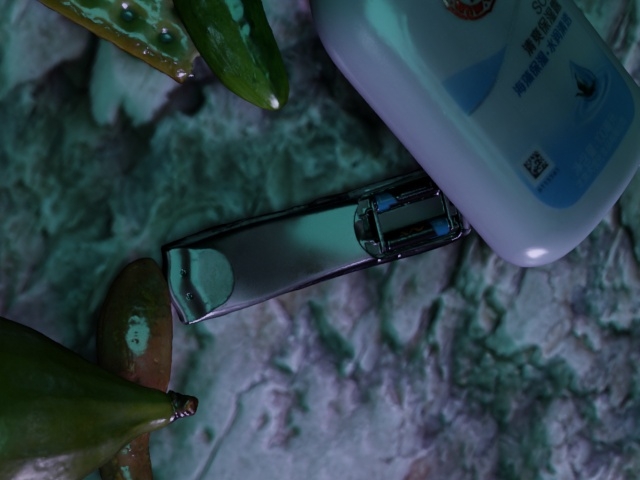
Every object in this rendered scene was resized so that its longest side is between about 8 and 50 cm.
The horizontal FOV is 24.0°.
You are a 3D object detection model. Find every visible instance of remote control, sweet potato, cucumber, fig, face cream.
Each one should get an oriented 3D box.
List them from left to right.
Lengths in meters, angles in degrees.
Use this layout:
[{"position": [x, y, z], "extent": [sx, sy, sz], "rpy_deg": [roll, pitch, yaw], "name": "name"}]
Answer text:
[{"position": [-0.177, 0.087, 0.866], "extent": [0.185, 0.133, 0.127], "rpy_deg": [-29, 90, -21], "name": "fig"}, {"position": [-0.115, 0.118, 0.937], "extent": [0.050, 0.050, 0.214], "rpy_deg": [-3, 101, -20], "name": "sweet potato"}, {"position": [-0.076, -0.191, 0.893], "extent": [0.056, 0.056, 0.250], "rpy_deg": [-22, 103, -17], "name": "cucumber"}, {"position": [0.000, 0.000, 0.973], "extent": [0.212, 0.028, 0.059], "rpy_deg": [-18, 105, -18], "name": "remote control"}, {"position": [0.075, -0.147, 0.948], "extent": [0.337, 0.080, 0.163], "rpy_deg": [49, 63, -19], "name": "face cream"}]

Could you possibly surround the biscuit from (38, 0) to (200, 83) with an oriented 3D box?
[{"position": [-0.086, -0.229, 0.922], "extent": [0.139, 0.016, 0.231], "rpy_deg": [29, 86, -20], "name": "biscuit"}]
